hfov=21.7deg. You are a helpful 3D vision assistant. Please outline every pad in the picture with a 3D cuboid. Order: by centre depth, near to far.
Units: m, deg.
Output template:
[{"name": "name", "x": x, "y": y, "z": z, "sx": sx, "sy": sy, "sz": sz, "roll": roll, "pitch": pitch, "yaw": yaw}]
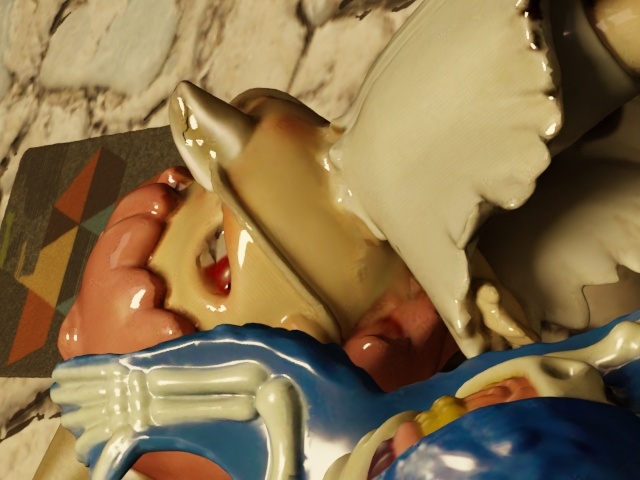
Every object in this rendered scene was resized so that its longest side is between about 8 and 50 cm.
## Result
[{"name": "pad", "x": -0.115, "y": 0.006, "z": 0.871, "sx": 0.211, "sy": 0.003, "sz": 0.143, "roll": -6, "pitch": 64, "yaw": 46}]

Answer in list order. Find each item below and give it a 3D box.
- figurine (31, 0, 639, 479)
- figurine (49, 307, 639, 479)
[{"name": "figurine", "x": 0.000, "y": 0.000, "z": 0.623, "sx": 0.387, "sy": 0.166, "sz": 0.207, "roll": -36, "pitch": 29, "yaw": 24}, {"name": "figurine", "x": 0.026, "y": 0.097, "z": 0.475, "sx": 0.262, "sy": 0.120, "sz": 0.164, "roll": -17, "pitch": 42, "yaw": 18}]
